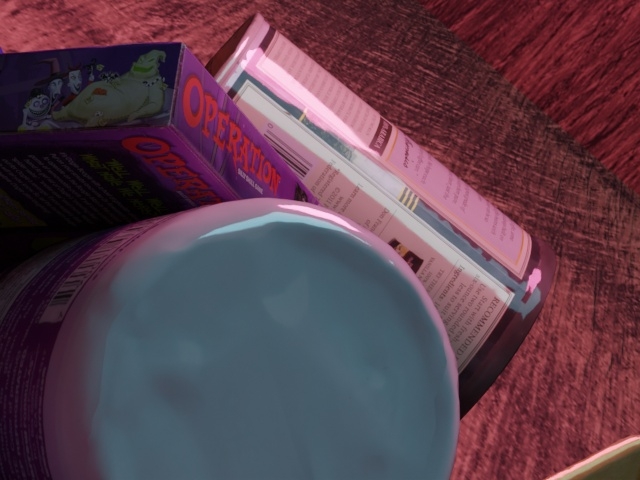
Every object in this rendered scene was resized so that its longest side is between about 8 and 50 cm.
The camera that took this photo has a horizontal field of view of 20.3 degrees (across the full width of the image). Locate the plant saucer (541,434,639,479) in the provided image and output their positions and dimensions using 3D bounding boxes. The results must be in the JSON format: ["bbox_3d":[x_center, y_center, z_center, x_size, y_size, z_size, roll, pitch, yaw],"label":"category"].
[{"bbox_3d":[0.155,0.295,0.927,0.332,0.081,0.333,-20,59,-34],"label":"plant saucer"}]

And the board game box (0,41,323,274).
[{"bbox_3d":[-0.100,-0.002,0.942,0.208,0.056,0.347,3,-21,21],"label":"board game box"}]

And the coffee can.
[{"bbox_3d":[0.000,0.000,1.279,0.275,0.201,0.201,39,18,-9],"label":"coffee can"}]

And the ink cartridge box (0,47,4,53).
[{"bbox_3d":[-0.270,-0.060,0.966,0.176,0.069,0.371,62,23,7],"label":"ink cartridge box"}]

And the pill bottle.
[{"bbox_3d":[-0.078,0.076,0.811,0.169,0.169,0.301,35,-18,-18],"label":"pill bottle"}]
